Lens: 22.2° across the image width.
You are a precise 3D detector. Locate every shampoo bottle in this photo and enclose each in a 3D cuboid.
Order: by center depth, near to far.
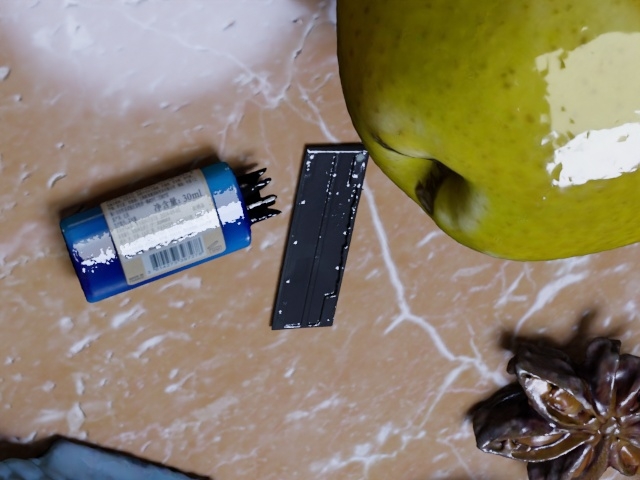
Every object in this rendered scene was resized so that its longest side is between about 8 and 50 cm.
[{"bbox_3d":[-0.122,-0.013,1.371,0.183,0.050,0.087,-20,128,-9],"label":"shampoo bottle"}]

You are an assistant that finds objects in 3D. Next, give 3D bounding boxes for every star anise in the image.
[{"bbox_3d":[0.259,0.181,1.666,0.214,0.099,0.220,-3,131,-6],"label":"star anise"}]

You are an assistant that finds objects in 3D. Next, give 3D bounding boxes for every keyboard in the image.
[{"bbox_3d":[0.000,0.000,1.463,0.064,0.010,0.198,-2,125,-21],"label":"keyboard"}]

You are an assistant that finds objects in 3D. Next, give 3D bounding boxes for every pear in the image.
[{"bbox_3d":[0.196,-0.185,1.196,0.418,0.362,0.362,-55,133,-16],"label":"pear"}]

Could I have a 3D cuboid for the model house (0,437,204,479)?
[{"bbox_3d":[-0.234,0.395,1.510,0.360,0.297,0.339,-55,158,18],"label":"model house"}]
